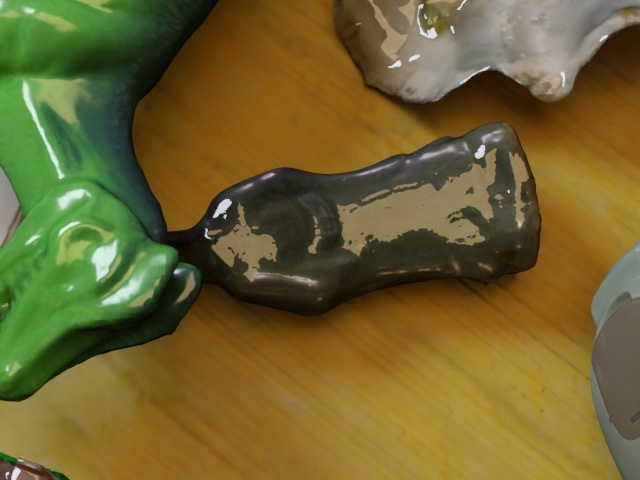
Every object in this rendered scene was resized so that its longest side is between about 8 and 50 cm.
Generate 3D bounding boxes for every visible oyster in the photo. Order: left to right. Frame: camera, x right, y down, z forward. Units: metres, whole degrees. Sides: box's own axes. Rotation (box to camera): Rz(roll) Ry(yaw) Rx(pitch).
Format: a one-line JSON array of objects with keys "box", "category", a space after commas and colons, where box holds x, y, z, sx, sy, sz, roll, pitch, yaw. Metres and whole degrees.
[{"box": [0.136, -0.233, 1.009, 0.237, 0.115, 0.351, 4, 62, 7], "category": "oyster"}]

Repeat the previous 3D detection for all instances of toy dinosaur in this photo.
[{"box": [-0.029, -0.191, 0.908, 0.500, 0.144, 0.374, -32, 63, -3], "category": "toy dinosaur"}]

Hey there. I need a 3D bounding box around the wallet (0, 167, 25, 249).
[{"box": [-0.202, -0.002, 0.925, 0.095, 0.033, 0.190, 22, 68, 4], "category": "wallet"}]

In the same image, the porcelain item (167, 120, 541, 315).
[{"box": [0.000, 0.000, 0.918, 0.215, 0.069, 0.081, -12, 81, -10], "category": "porcelain item"}]

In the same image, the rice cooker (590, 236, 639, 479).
[{"box": [0.210, 0.082, 0.861, 0.127, 0.145, 0.206, -7, 64, -20], "category": "rice cooker"}]

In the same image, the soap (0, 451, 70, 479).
[{"box": [-0.238, 0.205, 0.800, 0.217, 0.098, 0.273, 19, 67, 4], "category": "soap"}]
